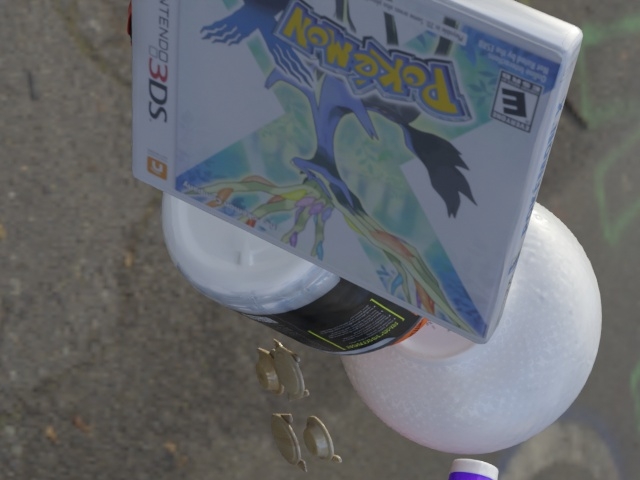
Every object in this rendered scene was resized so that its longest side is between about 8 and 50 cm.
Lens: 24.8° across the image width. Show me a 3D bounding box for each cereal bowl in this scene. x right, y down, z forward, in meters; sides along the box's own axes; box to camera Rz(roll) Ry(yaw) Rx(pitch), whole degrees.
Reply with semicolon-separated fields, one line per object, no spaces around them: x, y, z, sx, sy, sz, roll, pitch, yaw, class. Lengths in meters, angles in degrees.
0.166;0.083;1.778;0.141;0.339;0.339;37;59;-64;cereal bowl

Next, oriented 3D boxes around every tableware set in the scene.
-0.034;0.192;1.689;0.020;0.141;0.169;-20;98;-25;tableware set

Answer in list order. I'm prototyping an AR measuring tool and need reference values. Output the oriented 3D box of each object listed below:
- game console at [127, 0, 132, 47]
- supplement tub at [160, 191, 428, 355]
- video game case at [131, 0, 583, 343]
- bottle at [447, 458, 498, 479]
-0.035;-0.225;1.875;0.060;0.386;0.342;-117;-168;-56;game console
0.000;0.000;1.479;0.338;0.207;0.207;35;61;-63;supplement tub
0.005;-0.092;1.060;0.036;0.329;0.300;-52;160;-38;video game case
0.186;0.439;1.972;0.092;0.118;0.283;97;6;-66;bottle
